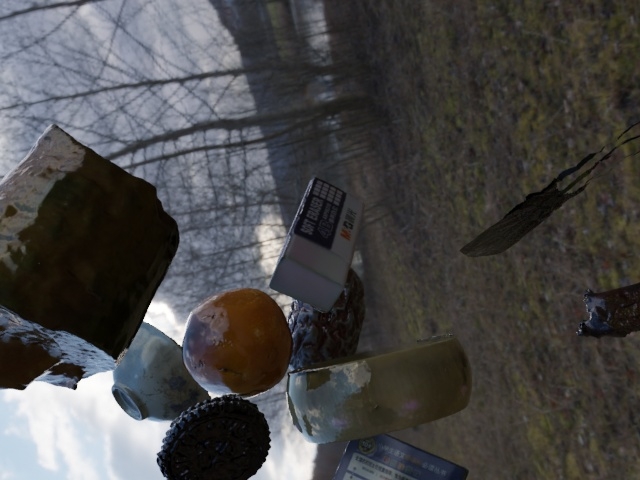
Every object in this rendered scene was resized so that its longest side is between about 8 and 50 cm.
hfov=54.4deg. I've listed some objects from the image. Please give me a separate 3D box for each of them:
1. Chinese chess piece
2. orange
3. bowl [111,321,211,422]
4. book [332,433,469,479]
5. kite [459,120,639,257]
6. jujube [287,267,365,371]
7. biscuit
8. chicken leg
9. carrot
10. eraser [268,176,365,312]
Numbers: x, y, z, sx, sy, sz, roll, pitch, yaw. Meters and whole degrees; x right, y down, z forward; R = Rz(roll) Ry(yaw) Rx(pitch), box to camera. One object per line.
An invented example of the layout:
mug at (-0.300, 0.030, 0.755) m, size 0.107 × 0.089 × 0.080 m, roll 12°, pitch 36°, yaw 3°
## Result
Chinese chess piece at (0.079, 0.198, 0.840) m, size 0.251 × 0.250 × 0.097 m, roll 73°, pitch -176°, yaw -80°
orange at (-0.182, 0.227, 1.358) m, size 0.246 × 0.246 × 0.246 m, roll -14°, pitch -90°, yaw -89°
bowl at (-0.440, 0.368, 1.586) m, size 0.146 × 0.313 × 0.314 m, roll -43°, pitch -50°, yaw -41°
book at (0.134, 0.680, 1.461) m, size 0.428 × 0.299 × 0.039 m, roll -64°, pitch -30°, yaw -17°
kite at (0.296, -0.063, 0.751) m, size 0.152 × 0.285 × 0.015 m, roll 4°, pitch -127°, yaw -56°
jujube at (0.009, 0.213, 1.645) m, size 0.226 × 0.225 × 0.317 m, roll 74°, pitch -152°, yaw -75°
biscuit at (-0.171, 0.342, 1.029) m, size 0.053 × 0.194 × 0.195 m, roll -134°, pitch 26°, yaw -59°
chicken leg at (0.559, 0.113, 1.111) m, size 0.063 × 0.233 × 0.105 m, roll 66°, pitch -175°, yaw -65°
carrot at (-0.329, 0.052, 0.755) m, size 0.241 × 0.241 × 0.341 m, roll 75°, pitch -145°, yaw -59°
eraser at (0.000, 0.000, 1.179) m, size 0.287 × 0.130 × 0.086 m, roll -74°, pitch 10°, yaw -55°
